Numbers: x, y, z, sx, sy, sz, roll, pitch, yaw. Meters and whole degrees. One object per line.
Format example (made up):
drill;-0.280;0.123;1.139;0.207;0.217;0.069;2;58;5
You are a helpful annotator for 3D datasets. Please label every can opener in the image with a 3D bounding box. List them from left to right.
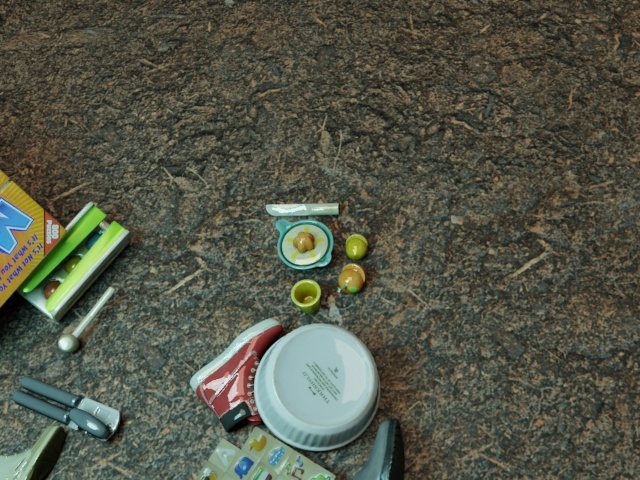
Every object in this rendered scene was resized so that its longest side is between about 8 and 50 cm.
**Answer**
can opener;-0.572;0.371;1.864;0.280;0.093;0.074;15;65;23

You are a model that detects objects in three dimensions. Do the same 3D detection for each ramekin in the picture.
ramekin;0.000;0.297;1.738;0.273;0.127;0.272;3;67;-6

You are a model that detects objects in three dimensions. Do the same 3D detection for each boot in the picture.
boot;-0.677;0.480;1.824;0.165;0.077;0.213;19;66;22
boot;-0.144;0.301;1.829;0.244;0.088;0.176;-42;63;-7
boot;0.040;0.504;1.665;0.223;0.118;0.338;2;53;22

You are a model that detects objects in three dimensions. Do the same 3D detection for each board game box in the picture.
board game box;-0.890;-0.021;1.913;0.356;0.356;0.356;10;58;51

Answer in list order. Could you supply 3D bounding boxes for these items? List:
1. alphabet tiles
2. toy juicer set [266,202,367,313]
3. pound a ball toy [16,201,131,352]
alphabet tiles;-0.129;0.545;1.667;0.343;0.011;0.285;22;71;37
toy juicer set;0.000;0.000;1.972;0.209;0.089;0.329;-18;58;-1
pound a ball toy;-0.581;0.097;2.015;0.208;0.136;0.319;38;71;0
